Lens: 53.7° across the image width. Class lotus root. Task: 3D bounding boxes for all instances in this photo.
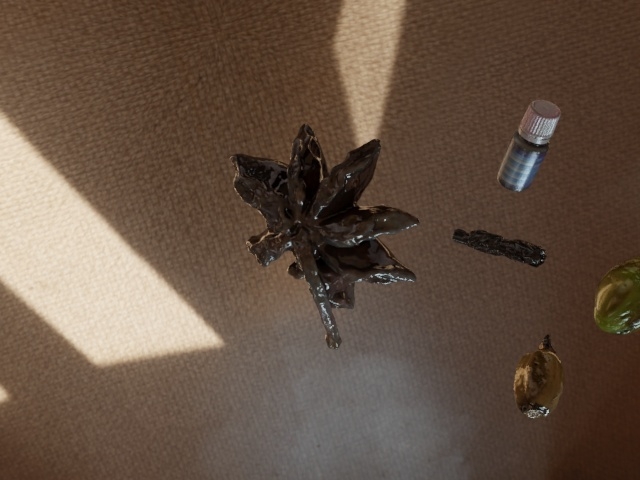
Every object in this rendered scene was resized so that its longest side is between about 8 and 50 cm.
[{"bbox_3d":[0.547,0.338,1.573,0.118,0.125,0.221,43,53,-22],"label":"lotus root"}]

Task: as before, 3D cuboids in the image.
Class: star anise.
[{"bbox_3d":[0.000,0.001,0.632,0.209,0.089,0.232,-22,94,42],"label":"star anise"}]

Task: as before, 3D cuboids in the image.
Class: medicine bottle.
[{"bbox_3d":[0.447,-0.203,1.363,0.083,0.084,0.203,-2,138,-8],"label":"medicine bottle"}]

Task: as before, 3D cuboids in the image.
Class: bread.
[{"bbox_3d":[0.596,0.064,1.055,0.383,0.112,0.166,-6,156,-39],"label":"bread"}]

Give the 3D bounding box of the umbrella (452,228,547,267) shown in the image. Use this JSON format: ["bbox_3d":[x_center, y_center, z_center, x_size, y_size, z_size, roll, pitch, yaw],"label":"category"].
[{"bbox_3d":[0.426,0.010,1.532,0.059,0.235,0.066,-57,141,-18],"label":"umbrella"}]
